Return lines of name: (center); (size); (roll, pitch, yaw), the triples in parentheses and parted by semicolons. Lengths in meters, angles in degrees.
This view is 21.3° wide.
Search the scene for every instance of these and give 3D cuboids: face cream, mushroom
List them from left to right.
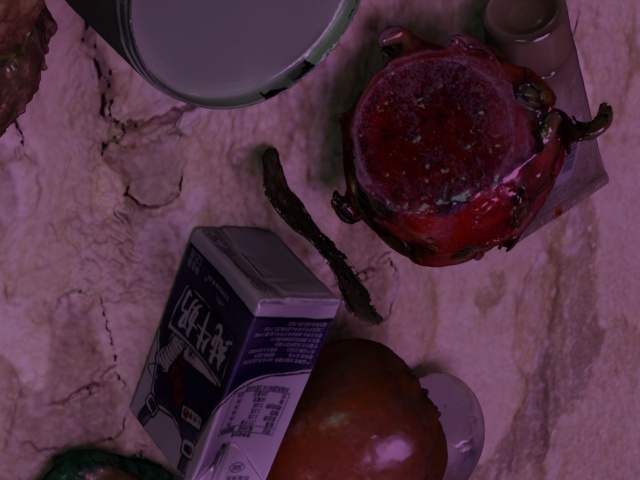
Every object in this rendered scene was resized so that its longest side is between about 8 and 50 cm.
mushroom: (0.131, 0.248, 1.956); (0.116, 0.093, 0.225); (-15, 140, -9)
face cream: (0.230, -0.124, 1.760); (0.137, 0.084, 0.341); (-33, 144, -9)

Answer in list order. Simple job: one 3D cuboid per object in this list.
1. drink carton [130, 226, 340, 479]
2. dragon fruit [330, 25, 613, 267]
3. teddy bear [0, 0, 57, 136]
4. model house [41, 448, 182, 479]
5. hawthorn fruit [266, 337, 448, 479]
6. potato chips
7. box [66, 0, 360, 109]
drink carton: (-0.086, 0.115, 1.650); (0.102, 0.134, 0.222); (0, 121, -39)
dragon fruit: (0.124, -0.099, 1.588); (0.282, 0.211, 0.147); (-20, 150, 16)
teddy bear: (-0.305, -0.206, 1.220); (0.296, 0.246, 0.222); (34, 140, -22)
model house: (-0.183, 0.402, 1.655); (0.267, 0.325, 0.194); (-52, 138, 7)
hawthorn fruit: (0.005, 0.219, 1.775); (0.251, 0.199, 0.199); (-26, 135, -2)
potato chips: (0.000, 0.000, 1.645); (0.026, 0.142, 0.209); (-32, 98, 7)
box: (-0.089, -0.236, 1.374); (0.226, 0.149, 0.226); (-20, 131, -25)
